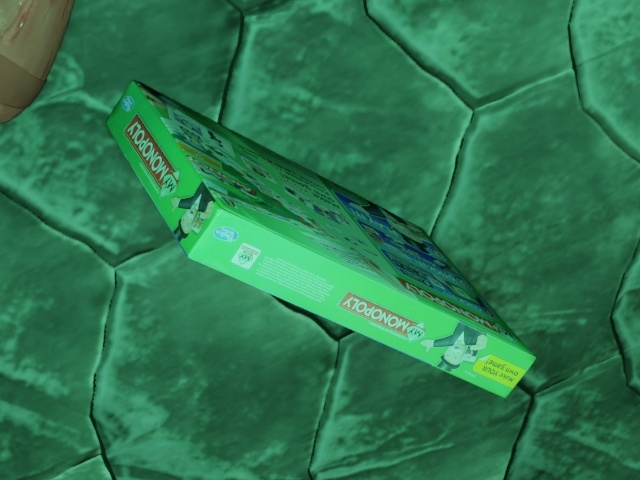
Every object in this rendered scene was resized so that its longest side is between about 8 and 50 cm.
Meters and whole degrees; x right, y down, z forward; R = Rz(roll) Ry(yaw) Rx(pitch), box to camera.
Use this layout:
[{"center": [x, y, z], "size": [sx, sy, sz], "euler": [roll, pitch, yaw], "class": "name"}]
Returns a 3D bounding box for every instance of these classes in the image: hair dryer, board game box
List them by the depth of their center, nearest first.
[{"center": [-0.258, -0.139, 1.144], "size": [0.293, 0.080, 0.223], "euler": [-43, 159, -12], "class": "hair dryer"}, {"center": [0.000, 0.000, 1.314], "size": [0.317, 0.213, 0.046], "euler": [26, 107, -34], "class": "board game box"}]
